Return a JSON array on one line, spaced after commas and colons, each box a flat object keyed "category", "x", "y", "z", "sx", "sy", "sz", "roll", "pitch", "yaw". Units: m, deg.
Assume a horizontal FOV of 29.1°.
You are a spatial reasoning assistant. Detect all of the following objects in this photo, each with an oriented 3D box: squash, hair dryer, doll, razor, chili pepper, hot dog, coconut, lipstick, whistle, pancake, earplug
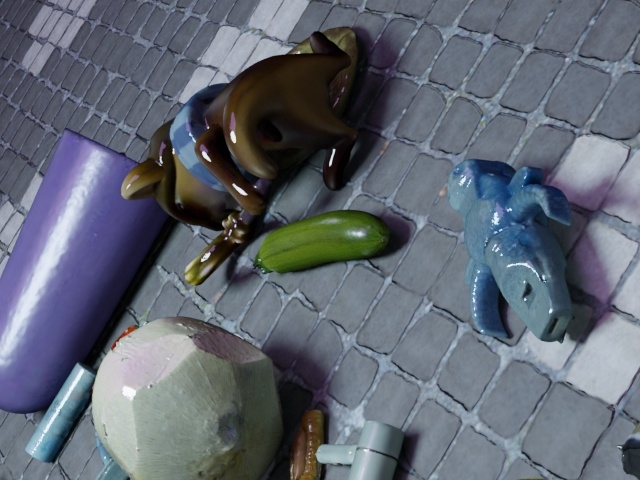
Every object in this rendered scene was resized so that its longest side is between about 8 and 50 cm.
[{"category": "squash", "x": 0.000, "y": 0.000, "z": 1.595, "sx": 0.258, "sy": 0.069, "sz": 0.069, "roll": -11, "pitch": 55, "yaw": 49}, {"category": "hair dryer", "x": 0.034, "y": 0.245, "z": 1.369, "sx": 0.137, "sy": 0.047, "sz": 0.082, "roll": -11, "pitch": 55, "yaw": 56}, {"category": "doll", "x": -0.102, "y": -0.122, "z": 1.712, "sx": 0.340, "sy": 0.209, "sz": 0.318, "roll": -27, "pitch": 32, "yaw": 41}, {"category": "razor", "x": -0.310, "y": 0.311, "z": 1.781, "sx": 0.068, "sy": 0.040, "sz": 0.135, "roll": -54, "pitch": 28, "yaw": 6}, {"category": "chili pepper", "x": -0.309, "y": 0.187, "z": 1.873, "sx": 0.178, "sy": 0.045, "sz": 0.027, "roll": -48, "pitch": 24, "yaw": 26}, {"category": "hot dog", "x": -0.018, "y": 0.261, "z": 1.439, "sx": 0.044, "sy": 0.028, "sz": 0.137, "roll": -33, "pitch": 41, "yaw": 45}, {"category": "coconut", "x": -0.158, "y": 0.206, "z": 1.491, "sx": 0.227, "sy": 0.227, "sz": 0.230, "roll": -61, "pitch": 26, "yaw": -5}, {"category": "lipstick", "x": -0.400, "y": 0.268, "z": 1.922, "sx": 0.158, "sy": 0.048, "sz": 0.048, "roll": -59, "pitch": 32, "yaw": -2}, {"category": "whistle", "x": 0.202, "y": 0.000, "z": 1.301, "sx": 0.269, "sy": 0.093, "sz": 0.180, "roll": -107, "pitch": 32, "yaw": -49}, {"category": "pancake", "x": -0.029, "y": -0.213, "z": 1.839, "sx": 0.250, "sy": 0.031, "sz": 0.250, "roll": -32, "pitch": 41, "yaw": 33}, {"category": "earplug", "x": -0.411, "y": 0.063, "z": 1.972, "sx": 0.215, "sy": 0.215, "sz": 0.456, "roll": 23, "pitch": 86, "yaw": 57}]

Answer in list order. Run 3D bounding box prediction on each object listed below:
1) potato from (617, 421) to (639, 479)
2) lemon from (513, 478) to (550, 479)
[{"category": "potato", "x": 0.354, "y": 0.117, "z": 0.818, "sx": 0.246, "sy": 0.300, "sz": 0.196, "roll": -13, "pitch": 52, "yaw": 67}, {"category": "lemon", "x": 0.164, "y": 0.294, "z": 1.025, "sx": 0.257, "sy": 0.188, "sz": 0.188, "roll": -37, "pitch": 38, "yaw": 33}]
